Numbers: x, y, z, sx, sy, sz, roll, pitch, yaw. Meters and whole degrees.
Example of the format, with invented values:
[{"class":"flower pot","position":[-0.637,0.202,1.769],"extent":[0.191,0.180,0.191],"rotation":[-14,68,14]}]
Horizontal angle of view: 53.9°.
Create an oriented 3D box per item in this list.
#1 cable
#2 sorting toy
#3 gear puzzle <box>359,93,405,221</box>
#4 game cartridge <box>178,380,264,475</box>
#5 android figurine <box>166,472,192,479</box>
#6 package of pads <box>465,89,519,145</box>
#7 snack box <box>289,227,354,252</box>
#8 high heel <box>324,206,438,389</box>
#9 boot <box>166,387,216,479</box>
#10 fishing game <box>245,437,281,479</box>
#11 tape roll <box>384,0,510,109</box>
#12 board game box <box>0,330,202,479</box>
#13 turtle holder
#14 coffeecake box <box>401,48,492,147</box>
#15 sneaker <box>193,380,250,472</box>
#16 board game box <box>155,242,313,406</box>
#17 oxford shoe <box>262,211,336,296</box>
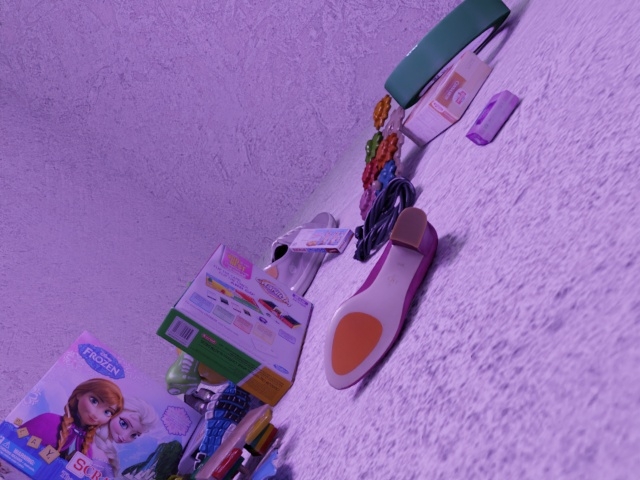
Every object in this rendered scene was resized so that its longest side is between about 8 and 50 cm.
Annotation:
[{"class":"cable","position":[0.113,-0.042,1.178],"extent":[0.184,0.047,0.150],"rotation":[-48,10,41]},{"class":"sorting toy","position":[-0.117,0.314,0.938],"extent":[0.132,0.046,0.274],"rotation":[-48,0,-27]},{"class":"gear puzzle","position":[0.131,-0.211,1.410],"extent":[0.175,0.044,0.339],"rotation":[125,158,-51]},{"class":"game cartridge","position":[-0.178,0.335,1.292],"extent":[0.297,0.062,0.198],"rotation":[-51,12,27]},{"class":"android figurine","position":[-0.326,0.561,1.181],"extent":[0.273,0.056,0.248],"rotation":[-50,8,22]},{"class":"package of pads","position":[0.258,-0.184,0.947],"extent":[0.083,0.032,0.050],"rotation":[-54,5,-3]},{"class":"snack box","position":[0.000,0.000,1.522],"extent":[0.178,0.022,0.064],"rotation":[0,47,49]},{"class":"high heel","position":[0.079,0.078,0.800],"extent":[0.244,0.082,0.117],"rotation":[-68,-19,-11]},{"class":"boot","position":[-0.344,0.479,1.550],"extent":[0.229,0.091,0.263],"rotation":[-57,9,-27]},{"class":"fishing game","position":[-0.101,0.345,0.769],"extent":[0.189,0.041,0.264],"rotation":[-53,-2,-5]},{"class":"tape roll","position":[0.292,-0.441,1.467],"extent":[0.321,0.077,0.321],"rotation":[-41,-2,-2]},{"class":"board game box","position":[-0.437,0.384,1.248],"extent":[0.066,0.319,0.318],"rotation":[-45,11,34]},{"class":"turtle holder","position":[-0.224,0.231,1.456],"extent":[0.320,0.243,0.227],"rotation":[-109,40,-60]},{"class":"coffeecake box","position":[0.260,-0.295,1.332],"extent":[0.142,0.068,0.185],"rotation":[-55,7,-17]},{"class":"sneaker","position":[-0.177,0.341,1.112],"extent":[0.083,0.071,0.190],"rotation":[112,177,-63]},{"class":"board game box","position":[-0.145,0.146,1.201],"extent":[0.064,0.242,0.316],"rotation":[-54,6,20]},{"class":"oxford shoe","position":[-0.061,0.022,1.726],"extent":[0.169,0.130,0.449],"rotation":[-52,6,30]}]
